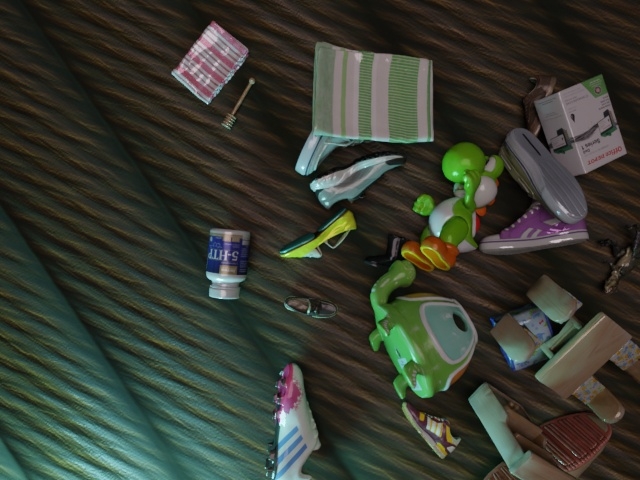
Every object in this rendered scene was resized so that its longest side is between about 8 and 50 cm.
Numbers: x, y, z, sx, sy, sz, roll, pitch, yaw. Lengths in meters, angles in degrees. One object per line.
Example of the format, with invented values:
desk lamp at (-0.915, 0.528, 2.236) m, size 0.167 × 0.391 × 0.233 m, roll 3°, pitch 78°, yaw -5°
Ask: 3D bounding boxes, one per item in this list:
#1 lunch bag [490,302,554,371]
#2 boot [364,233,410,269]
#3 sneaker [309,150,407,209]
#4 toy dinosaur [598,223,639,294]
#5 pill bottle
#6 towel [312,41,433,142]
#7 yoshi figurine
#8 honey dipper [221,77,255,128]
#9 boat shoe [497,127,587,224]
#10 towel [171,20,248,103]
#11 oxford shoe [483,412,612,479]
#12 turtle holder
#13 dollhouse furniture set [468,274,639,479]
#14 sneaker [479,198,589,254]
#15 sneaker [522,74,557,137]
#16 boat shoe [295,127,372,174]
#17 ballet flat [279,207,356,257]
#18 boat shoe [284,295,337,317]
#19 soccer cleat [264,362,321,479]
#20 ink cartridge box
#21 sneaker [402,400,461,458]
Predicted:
lunch bag at (0.545, 0.259, 1.335) m, size 0.128 × 0.096 × 0.151 m, roll -21°, pitch 90°, yaw 3°
boot at (0.188, 0.031, 1.386) m, size 0.121 × 0.045 × 0.099 m, roll 13°, pitch 93°, yaw -4°
sneaker at (0.110, -0.170, 1.376) m, size 0.271 × 0.100 × 0.108 m, roll -22°, pitch 102°, yaw 7°
toy dinosaur at (0.827, 0.023, 1.339) m, size 0.268 × 0.064 × 0.118 m, roll -43°, pitch 101°, yaw 1°
pill bottle at (-0.256, 0.062, 1.381) m, size 0.112 × 0.112 × 0.187 m, roll 5°, pitch 90°, yaw 4°
towel at (0.141, -0.378, 1.297) m, size 0.324 × 0.038 × 0.248 m, roll 3°, pitch 81°, yaw -15°
yoshi figurine at (0.338, -0.110, 1.300) m, size 0.203 × 0.203 × 0.362 m, roll 26°, pitch 71°, yaw 28°
honey dipper at (-0.230, -0.392, 1.426) m, size 0.030 × 0.030 × 0.161 m, roll 30°, pitch 87°, yaw 3°
boat shoe at (0.568, -0.157, 1.292) m, size 0.109 × 0.094 × 0.302 m, roll -11°, pitch 60°, yaw -19°
towel at (-0.315, -0.508, 1.429) m, size 0.144 × 0.029 × 0.197 m, roll 40°, pitch 92°, yaw 4°
oxford shoe at (0.604, 0.609, 1.335) m, size 0.397 × 0.140 × 0.146 m, roll -33°, pitch 119°, yaw -2°
turtle holder at (0.256, 0.235, 1.310) m, size 0.227 × 0.243 × 0.320 m, roll -24°, pitch 47°, yaw -11°
dollhouse furniture set at (0.585, 0.361, 1.197) m, size 0.362 × 0.256 × 0.394 m, roll 34°, pitch 105°, yaw -20°
sneaker at (0.554, -0.051, 1.347) m, size 0.282 × 0.102 × 0.161 m, roll -10°, pitch 79°, yaw 0°
sneaker at (0.580, -0.358, 1.363) m, size 0.071 × 0.066 × 0.188 m, roll 18°, pitch 86°, yaw 20°
boat shoe at (0.080, -0.312, 1.362) m, size 0.156 × 0.136 × 0.367 m, roll 32°, pitch 82°, yaw 0°
ballet flat at (0.000, 0.000, 1.388) m, size 0.231 × 0.077 × 0.077 m, roll -34°, pitch 104°, yaw 1°
boat shoe at (-0.028, 0.187, 1.396) m, size 0.152 × 0.049 × 0.056 m, roll 6°, pitch 90°, yaw 3°
soccer cleat at (-0.063, 0.501, 1.378) m, size 0.143 × 0.116 × 0.331 m, roll 8°, pitch 92°, yaw -12°
ink cartridge box at (0.674, -0.291, 1.298) m, size 0.160 × 0.092 × 0.219 m, roll -25°, pitch 97°, yaw -17°
sneaker at (0.302, 0.499, 1.370) m, size 0.084 × 0.069 × 0.185 m, roll -39°, pitch 93°, yaw -6°
